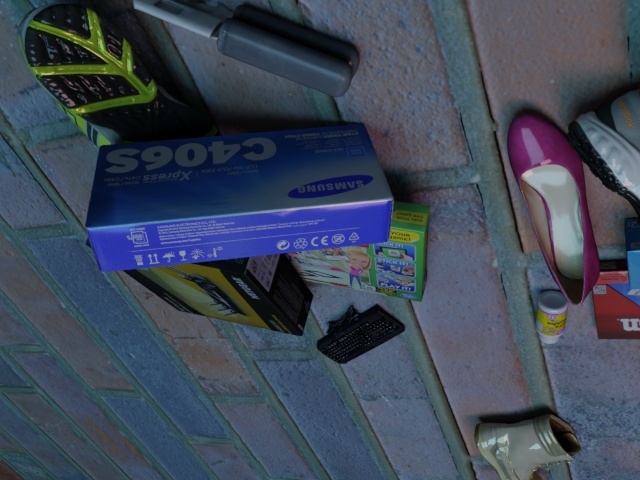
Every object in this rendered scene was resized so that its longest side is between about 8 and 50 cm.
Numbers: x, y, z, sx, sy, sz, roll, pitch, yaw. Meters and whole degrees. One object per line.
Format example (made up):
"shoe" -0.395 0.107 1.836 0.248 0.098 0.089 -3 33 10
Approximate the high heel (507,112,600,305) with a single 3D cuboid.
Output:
"high heel" 0.286 -0.035 0.758 0.082 0.117 0.244 -9 127 29

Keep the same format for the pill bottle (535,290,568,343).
"pill bottle" 0.349 0.118 0.930 0.044 0.043 0.083 4 133 19

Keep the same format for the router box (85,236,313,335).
"router box" -0.165 0.050 0.942 0.243 0.080 0.309 9 159 17

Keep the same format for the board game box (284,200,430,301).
"board game box" 0.000 0.000 0.919 0.318 0.046 0.213 9 152 14

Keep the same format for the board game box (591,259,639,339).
"board game box" 0.525 0.080 0.835 0.282 0.027 0.145 -5 130 26

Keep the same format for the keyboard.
"keyboard" 0.056 0.178 1.112 0.100 0.038 0.192 37 133 -14

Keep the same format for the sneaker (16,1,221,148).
"sneaker" -0.257 -0.171 0.866 0.147 0.145 0.384 36 163 47

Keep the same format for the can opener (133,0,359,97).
"can opener" -0.086 -0.265 0.724 0.284 0.076 0.095 21 137 1

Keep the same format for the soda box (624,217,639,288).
"soda box" 0.492 0.010 0.753 0.210 0.067 0.071 -4 129 26

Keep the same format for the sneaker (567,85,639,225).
"sneaker" 0.397 -0.051 0.674 0.108 0.100 0.271 -39 92 12

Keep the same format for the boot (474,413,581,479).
"boot" 0.413 0.410 1.158 0.165 0.077 0.213 -26 115 36

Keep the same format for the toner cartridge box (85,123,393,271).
"toner cartridge box" -0.099 -0.060 0.766 0.348 0.165 0.075 -6 134 -7
